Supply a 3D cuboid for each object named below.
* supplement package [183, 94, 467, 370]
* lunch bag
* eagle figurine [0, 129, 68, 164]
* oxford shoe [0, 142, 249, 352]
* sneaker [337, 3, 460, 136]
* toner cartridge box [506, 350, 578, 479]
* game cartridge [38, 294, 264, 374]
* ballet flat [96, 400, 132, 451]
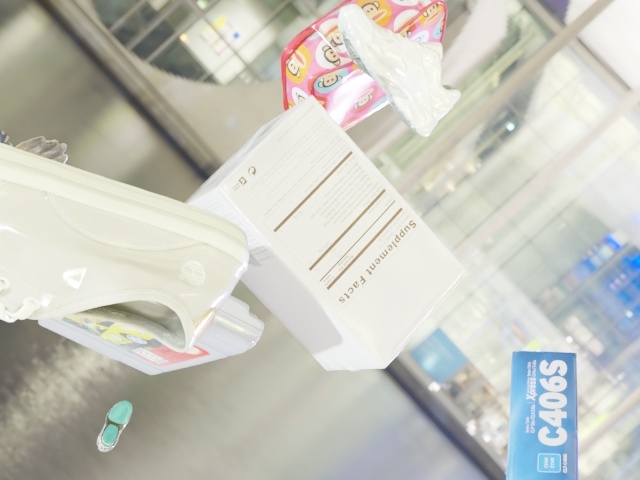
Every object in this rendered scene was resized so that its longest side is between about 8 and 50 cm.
[{"bbox_3d":[0.000,0.000,1.391,0.293,0.175,0.177,48,-22,-11],"label":"supplement package"},{"bbox_3d":[0.074,-0.296,1.900,0.120,0.293,0.258,49,-17,23],"label":"lunch bag"},{"bbox_3d":[-0.567,-0.081,1.725,0.225,0.298,0.226,81,15,-51],"label":"eagle figurine"},{"bbox_3d":[-0.277,-0.003,0.949,0.449,0.130,0.169,17,-15,-19],"label":"oxford shoe"},{"bbox_3d":[0.120,-0.272,1.667,0.232,0.115,0.090,49,0,-23],"label":"sneaker"},{"bbox_3d":[0.230,0.296,1.168,0.348,0.075,0.165,-76,162,-47],"label":"toner cartridge box"},{"bbox_3d":[-0.224,0.092,1.368,0.196,0.060,0.294,33,-29,-24],"label":"game cartridge"},{"bbox_3d":[-0.374,0.337,2.021,0.041,0.041,0.114,47,34,-19],"label":"ballet flat"}]
